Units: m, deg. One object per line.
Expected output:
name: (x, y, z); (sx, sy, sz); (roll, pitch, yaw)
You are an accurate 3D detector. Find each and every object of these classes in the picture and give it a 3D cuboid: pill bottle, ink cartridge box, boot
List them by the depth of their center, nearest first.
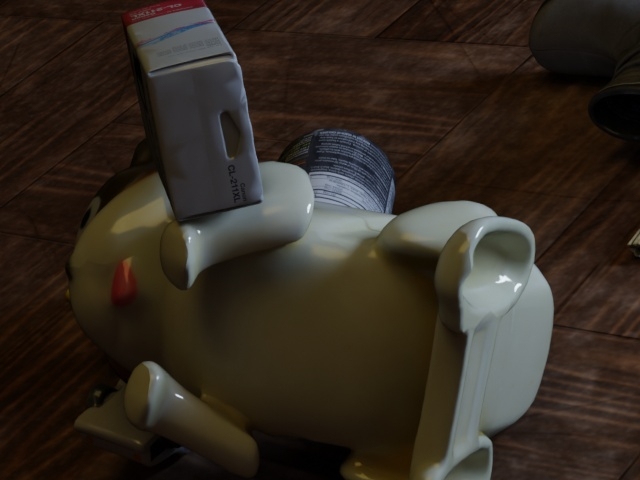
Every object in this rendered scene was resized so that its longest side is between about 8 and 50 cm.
ink cartridge box: (-0.104, -0.108, 1.553); (0.072, 0.127, 0.175); (-13, 23, -7)
pill bottle: (0.000, 0.000, 1.934); (0.130, 0.130, 0.246); (-10, 30, 15)
boot: (0.331, -0.190, 2.077); (0.338, 0.118, 0.223); (-2, 33, 39)

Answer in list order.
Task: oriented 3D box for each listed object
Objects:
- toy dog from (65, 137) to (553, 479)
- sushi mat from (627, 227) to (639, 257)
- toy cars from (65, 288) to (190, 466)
toy dog: (-0.025, 0.042, 1.658); (0.407, 0.285, 0.395); (15, 24, 21)
sushi mat: (0.435, -0.072, 1.922); (0.151, 0.019, 0.316); (4, 35, 37)
toy cars: (-0.153, 0.102, 1.898); (0.176, 0.087, 0.394); (-8, 33, -5)
